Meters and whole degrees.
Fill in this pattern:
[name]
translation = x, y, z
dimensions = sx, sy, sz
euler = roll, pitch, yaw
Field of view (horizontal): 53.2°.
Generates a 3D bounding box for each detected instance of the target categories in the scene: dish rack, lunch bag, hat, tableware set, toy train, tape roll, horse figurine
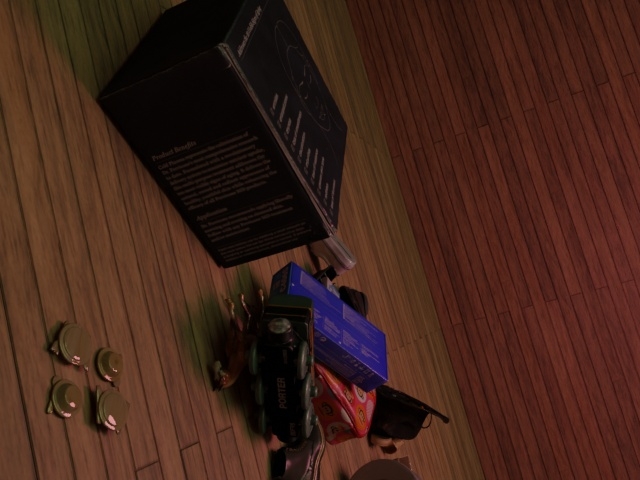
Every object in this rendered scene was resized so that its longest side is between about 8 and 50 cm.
[dish rack]
translation = 0.024, 0.226, 1.874
dimensions = 0.271, 0.074, 0.208
euler = 71, 21, -8
[lunch bag]
translation = 0.036, 0.356, 1.683
dimensions = 0.293, 0.120, 0.258
euler = 60, 24, -14
[hat]
translation = 0.242, 0.551, 2.032
dimensions = 0.133, 0.331, 0.331
euler = -63, 150, -5
[tableware set]
translation = -0.344, 0.208, 0.961
dimensions = 0.168, 0.020, 0.141
euler = 47, 29, -49
[toy train]
translation = -0.068, 0.276, 1.372
dimensions = 0.190, 0.142, 0.333
euler = -74, 164, -55
[tape roll]
translation = 0.170, 0.682, 1.646
dimensions = 0.072, 0.219, 0.219
euler = 50, 29, -49
[horse figurine]
translation = -0.163, 0.203, 1.377
dimensions = 0.263, 0.066, 0.174
euler = -20, 105, -77

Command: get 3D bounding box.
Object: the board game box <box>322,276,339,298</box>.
[board game box]
translation = 0.029, 0.164, 1.800
dimensions = 0.090, 0.020, 0.090
euler = 55, 26, -44

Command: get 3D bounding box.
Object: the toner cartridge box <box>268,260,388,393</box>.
[toner cartridge box]
translation = 0.024, 0.216, 1.571
dimensions = 0.348, 0.075, 0.165
euler = 40, 28, -24

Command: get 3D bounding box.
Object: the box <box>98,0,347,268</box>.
[box]
translation = -0.171, -0.283, 1.448
dimensions = 0.479, 0.298, 0.471
euler = -82, 150, -51

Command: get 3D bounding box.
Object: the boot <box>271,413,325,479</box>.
[boot]
translation = -0.054, 0.468, 1.454
dimensions = 0.137, 0.077, 0.197
euler = 47, 30, -41

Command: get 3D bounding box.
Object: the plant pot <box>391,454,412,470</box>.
[plant pot]
translation = 0.220, 0.719, 1.937
dimensions = 0.109, 0.096, 0.109
euler = 29, 45, -63

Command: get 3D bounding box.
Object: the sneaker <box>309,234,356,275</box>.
[sneaker]
translation = 0.000, 0.000, 1.997
dimensions = 0.258, 0.091, 0.094
euler = 54, 21, 12

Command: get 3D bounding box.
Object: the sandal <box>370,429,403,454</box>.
[sandal]
translation = 0.217, 0.652, 2.063
dimensions = 0.240, 0.088, 0.079
euler = 13, 92, -60

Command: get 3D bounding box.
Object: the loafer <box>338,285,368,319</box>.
[loafer]
translation = 0.100, 0.266, 2.021
dimensions = 0.095, 0.109, 0.302
euler = 37, 29, -29
